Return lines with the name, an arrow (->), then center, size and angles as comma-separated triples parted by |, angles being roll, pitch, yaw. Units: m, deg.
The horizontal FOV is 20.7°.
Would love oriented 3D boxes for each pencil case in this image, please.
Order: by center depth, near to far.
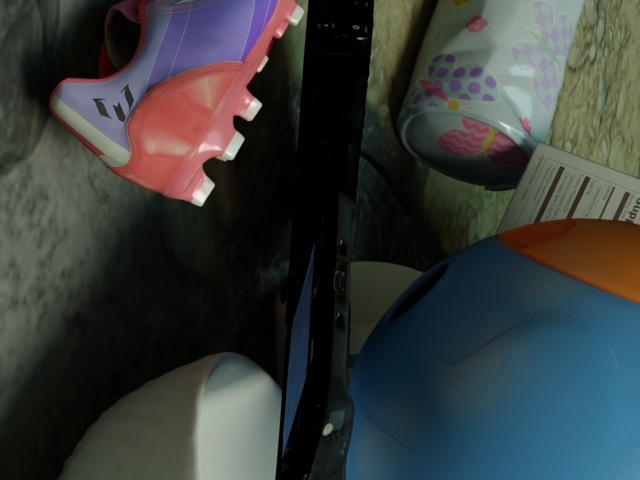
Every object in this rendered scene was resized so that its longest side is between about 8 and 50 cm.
pencil case -> 0.148, -0.175, 1.330 | 0.124, 0.113, 0.273 | 44, 59, -43

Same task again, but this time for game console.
game console -> 0.000, 0.000, 0.968 | 0.361, 0.044, 0.213 | -88, -178, -53

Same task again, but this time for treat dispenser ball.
treat dispenser ball -> 0.149, 0.131, 1.003 | 0.288, 0.288, 0.288 | 10, 90, -66

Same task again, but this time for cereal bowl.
cereal bowl -> -0.055, 0.237, 0.929 | 0.339, 0.141, 0.339 | -19, 90, -80

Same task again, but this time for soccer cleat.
soccer cleat -> -0.065, -0.116, 0.929 | 0.083, 0.095, 0.248 | -51, -166, 39

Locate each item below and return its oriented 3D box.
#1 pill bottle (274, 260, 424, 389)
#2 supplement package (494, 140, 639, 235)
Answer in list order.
pill bottle -> 0.028, 0.129, 1.177 | 0.117, 0.117, 0.208 | -38, 132, -57
supplement package -> 0.211, 0.073, 1.315 | 0.204, 0.145, 0.262 | -65, 158, -5
